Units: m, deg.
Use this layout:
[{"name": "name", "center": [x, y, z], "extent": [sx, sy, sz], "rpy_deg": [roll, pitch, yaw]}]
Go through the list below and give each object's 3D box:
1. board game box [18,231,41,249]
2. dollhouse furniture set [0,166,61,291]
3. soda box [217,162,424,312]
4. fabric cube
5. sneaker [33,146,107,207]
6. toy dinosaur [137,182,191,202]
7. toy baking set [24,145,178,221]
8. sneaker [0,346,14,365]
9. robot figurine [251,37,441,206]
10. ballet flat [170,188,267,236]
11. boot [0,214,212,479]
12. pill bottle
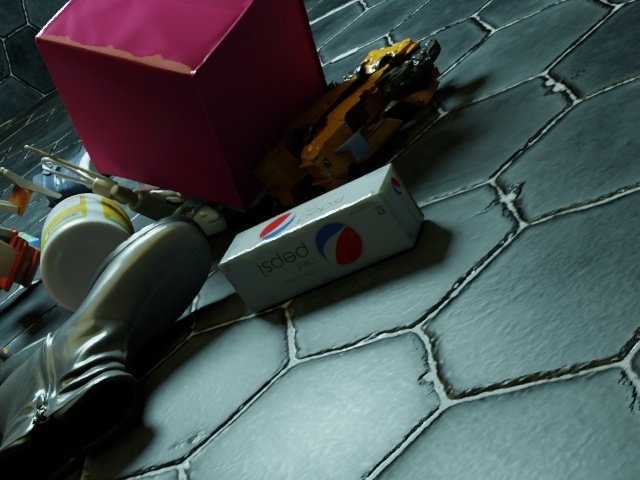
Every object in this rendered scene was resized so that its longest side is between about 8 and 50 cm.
[{"name": "board game box", "center": [-0.634, 0.032, 2.147], "extent": [0.211, 0.039, 0.160], "rpy_deg": [-16, 12, -23]}, {"name": "dollhouse furniture set", "center": [-0.496, 0.030, 1.850], "extent": [0.262, 0.135, 0.259], "rpy_deg": [-68, 21, -4]}, {"name": "soda box", "center": [0.000, 0.000, 1.255], "extent": [0.216, 0.074, 0.069], "rpy_deg": [-23, 22, 29]}, {"name": "fabric cube", "center": [-0.176, -0.235, 1.589], "extent": [0.258, 0.254, 0.259], "rpy_deg": [14, 53, 28]}, {"name": "sneaker", "center": [-0.508, -0.154, 2.433], "extent": [0.163, 0.086, 0.226], "rpy_deg": [-23, 23, 21]}, {"name": "toy dinosaur", "center": [-0.216, -0.104, 1.799], "extent": [0.296, 0.127, 0.200], "rpy_deg": [-22, 29, 46]}, {"name": "toy baking set", "center": [-0.302, -0.069, 1.685], "extent": [0.197, 0.256, 0.030], "rpy_deg": [20, 86, 37]}, {"name": "sneaker", "center": [-0.487, 0.166, 1.575], "extent": [0.321, 0.124, 0.180], "rpy_deg": [-20, 25, 36]}, {"name": "robot figurine", "center": [0.048, -0.167, 1.562], "extent": [0.291, 0.085, 0.211], "rpy_deg": [-46, 23, -29]}, {"name": "ballet flat", "center": [-0.135, -0.050, 1.624], "extent": [0.188, 0.070, 0.070], "rpy_deg": [-42, 20, -10]}, {"name": "boot", "center": [-0.227, 0.128, 1.296], "extent": [0.338, 0.118, 0.223], "rpy_deg": [-47, 23, -4]}, {"name": "pill bottle", "center": [-0.334, 0.009, 1.683], "extent": [0.136, 0.136, 0.245], "rpy_deg": [-35, 19, -2]}]
